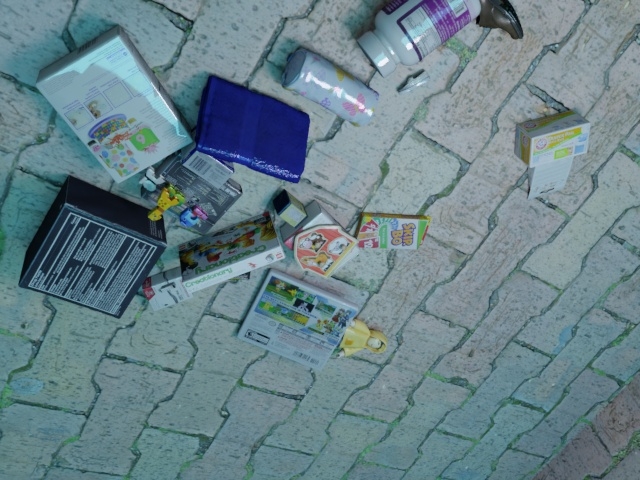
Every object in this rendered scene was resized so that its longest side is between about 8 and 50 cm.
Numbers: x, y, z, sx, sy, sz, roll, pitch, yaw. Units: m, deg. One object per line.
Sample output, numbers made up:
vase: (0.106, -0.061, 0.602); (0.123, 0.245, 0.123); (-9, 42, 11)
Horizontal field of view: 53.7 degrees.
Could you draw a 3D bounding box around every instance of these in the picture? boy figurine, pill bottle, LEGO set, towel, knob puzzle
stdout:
boy figurine: (0.111, 0.364, 2.317); (0.285, 0.092, 0.177); (12, 117, -21)
pill bottle: (0.250, -0.567, 1.654); (0.302, 0.169, 0.169); (-36, 127, 10)
LEGO set: (-0.424, -0.090, 1.761); (0.093, 0.087, 0.227); (-38, 125, 12)
towel: (-0.183, -0.292, 1.708); (0.308, 0.227, 0.076); (17, 158, -24)
knob puzzle: (0.001, 0.029, 1.969); (0.213, 0.030, 0.213); (-8, 126, -11)

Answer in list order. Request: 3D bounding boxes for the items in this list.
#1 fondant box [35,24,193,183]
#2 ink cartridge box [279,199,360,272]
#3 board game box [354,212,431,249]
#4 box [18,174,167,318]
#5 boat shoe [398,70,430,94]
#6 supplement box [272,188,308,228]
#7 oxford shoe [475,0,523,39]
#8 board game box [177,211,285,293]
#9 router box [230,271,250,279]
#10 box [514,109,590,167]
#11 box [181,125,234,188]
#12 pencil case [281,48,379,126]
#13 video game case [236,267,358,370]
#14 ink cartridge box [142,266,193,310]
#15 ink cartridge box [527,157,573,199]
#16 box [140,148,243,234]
fondant box: (-0.518, -0.341, 1.622); (0.238, 0.096, 0.330); (-29, 127, 4)
ink cartridge box: (0.000, 0.000, 2.024); (0.159, 0.092, 0.218); (-38, 124, 11)
board game box: (0.245, -0.030, 2.117); (0.260, 0.039, 0.124); (1, 124, -21)
box: (-0.637, 0.022, 1.784); (0.294, 0.182, 0.296); (26, 112, -31)
boat shoe: (0.266, -0.457, 1.825); (0.100, 0.035, 0.035); (-29, 100, 8)
supplement box: (-0.092, -0.096, 1.932); (0.056, 0.083, 0.083); (-42, 125, 14)
oxford shoe: (0.483, -0.625, 1.755); (0.227, 0.082, 0.096); (30, 133, -34)
board game box: (-0.271, 0.034, 1.900); (0.306, 0.193, 0.053); (-21, 128, -3)
router box: (-0.282, 0.080, 2.026); (0.123, 0.038, 0.092); (1, 123, -17)
box: (0.735, -0.324, 2.015); (0.203, 0.103, 0.114); (-16, 127, -6)
box: (-0.310, -0.230, 1.735); (0.072, 0.137, 0.126); (-43, 125, 18)
pencil case: (0.028, -0.411, 1.730); (0.273, 0.113, 0.124); (21, 126, -28)
video game case: (-0.081, 0.277, 2.170); (0.329, 0.036, 0.299); (24, 116, -9)
ink cartridge box: (-0.482, 0.153, 2.003); (0.135, 0.056, 0.099); (-19, 127, -3)
ink cartridge box: (0.773, -0.228, 2.148); (0.146, 0.045, 0.179); (-17, 146, -6)
box: (-0.370, -0.143, 1.830); (0.231, 0.056, 0.183); (34, 111, -33)
